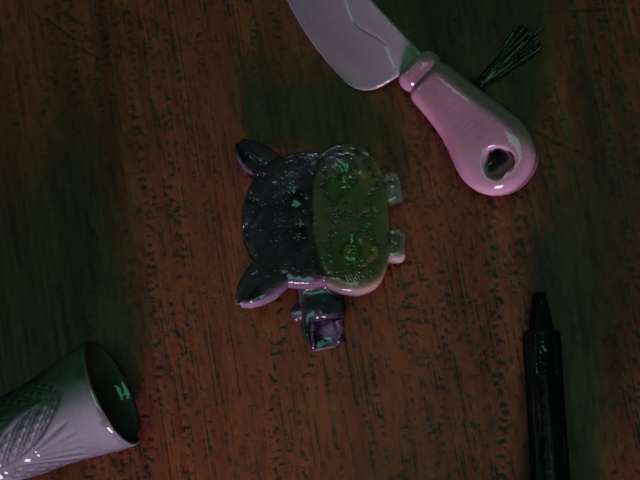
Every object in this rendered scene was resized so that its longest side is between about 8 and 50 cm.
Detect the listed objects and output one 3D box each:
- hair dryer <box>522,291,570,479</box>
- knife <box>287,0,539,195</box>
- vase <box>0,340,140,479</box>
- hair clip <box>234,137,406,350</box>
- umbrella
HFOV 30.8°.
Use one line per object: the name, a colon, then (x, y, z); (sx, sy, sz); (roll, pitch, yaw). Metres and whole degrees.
hair dryer: (0.179, 0.158, 0.922); (0.070, 0.128, 0.255); (-3, 72, 6)
knife: (0.056, -0.162, 1.014); (0.336, 0.043, 0.081); (46, 106, 14)
vase: (-0.270, 0.172, 0.973); (0.219, 0.096, 0.096); (-25, 81, 5)
hair clip: (0.000, -0.001, 0.986); (0.146, 0.056, 0.187); (-2, 80, -2)
umbrella: (0.163, -0.160, 1.008); (0.083, 0.020, 0.031); (-45, 80, 4)
